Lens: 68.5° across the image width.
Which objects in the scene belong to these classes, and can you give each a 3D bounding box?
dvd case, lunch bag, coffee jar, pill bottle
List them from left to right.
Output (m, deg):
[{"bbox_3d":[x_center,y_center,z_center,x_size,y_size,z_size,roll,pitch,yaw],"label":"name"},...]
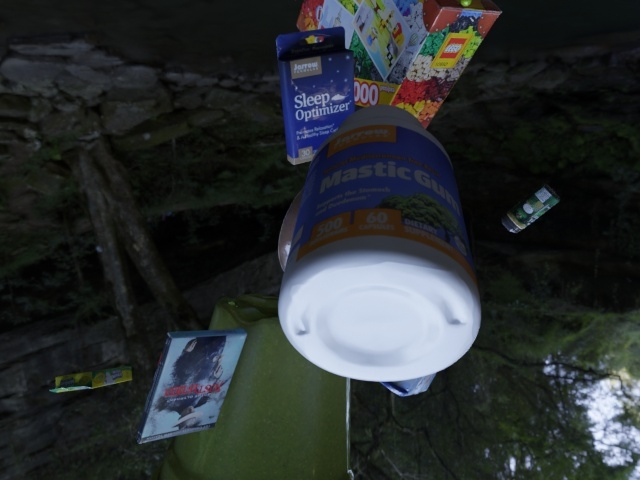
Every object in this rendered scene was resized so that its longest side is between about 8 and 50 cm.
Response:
[{"bbox_3d":[-0.129,0.145,0.475,0.087,0.119,0.013,9,-162,-45],"label":"dvd case"},{"bbox_3d":[0.055,-0.022,0.445,0.153,0.152,0.271,-3,-140,10],"label":"pill bottle"},{"bbox_3d":[0.166,0.278,1.186,0.243,0.114,0.303,32,180,27],"label":"lunch bag"},{"bbox_3d":[0.692,-0.103,1.556,0.184,0.079,0.096,-44,164,29],"label":"coffee jar"}]

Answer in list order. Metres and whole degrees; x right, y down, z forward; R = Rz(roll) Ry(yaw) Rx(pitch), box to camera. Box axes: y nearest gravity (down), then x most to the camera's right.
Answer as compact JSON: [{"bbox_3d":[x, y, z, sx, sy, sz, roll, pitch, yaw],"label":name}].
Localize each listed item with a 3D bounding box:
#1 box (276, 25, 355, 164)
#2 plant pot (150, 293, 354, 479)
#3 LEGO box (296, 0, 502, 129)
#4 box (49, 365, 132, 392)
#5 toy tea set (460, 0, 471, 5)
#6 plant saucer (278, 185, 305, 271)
[{"bbox_3d":[-0.003,-0.260,0.856,0.137,0.225,0.036,-18,-147,-20],"label":"box"},{"bbox_3d":[-0.065,0.209,0.618,0.277,0.253,0.276,9,-178,0],"label":"plant pot"},{"bbox_3d":[0.164,-0.577,1.232,0.193,0.499,0.372,-12,150,-29],"label":"LEGO box"},{"bbox_3d":[-0.574,0.348,1.181,0.105,0.043,0.179,-10,171,11],"label":"box"},{"bbox_3d":[0.276,-0.601,0.921,0.200,0.335,0.124,-16,170,-4],"label":"toy tea set"},{"bbox_3d":[0.046,-0.024,1.041,0.311,0.310,0.050,-15,-145,-39],"label":"plant saucer"}]
